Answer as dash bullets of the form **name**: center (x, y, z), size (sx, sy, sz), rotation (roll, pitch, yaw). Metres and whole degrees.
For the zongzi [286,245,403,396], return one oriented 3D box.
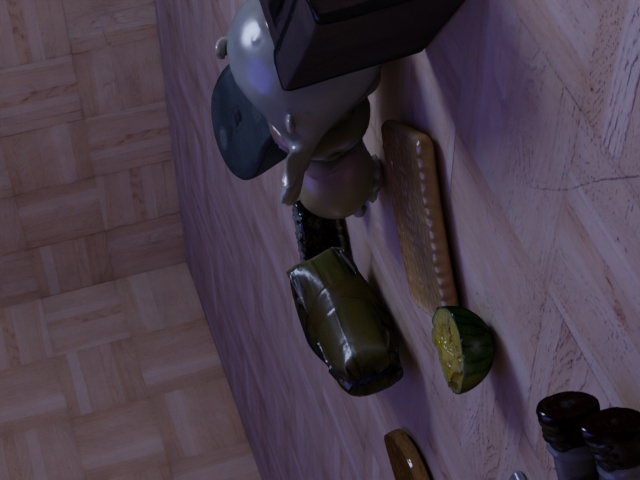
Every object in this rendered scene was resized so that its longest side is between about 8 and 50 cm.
- **zongzi**: center (0.057, 0.182, 2.127), size (0.289, 0.123, 0.260), rotation (74, 171, -47)

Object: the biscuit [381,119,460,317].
- **biscuit**: center (0.126, -0.023, 1.730), size (0.160, 0.030, 0.250), rotation (-139, 36, -71)

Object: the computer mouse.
- **computer mouse**: center (-0.084, -0.223, 2.278), size (0.371, 0.122, 0.188), rotation (139, 113, -70)

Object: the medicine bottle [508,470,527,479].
- **medicine bottle**: center (0.249, 0.371, 1.576), size (0.092, 0.061, 0.221), rotation (-63, 35, 35)

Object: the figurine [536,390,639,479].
- **figurine**: center (0.245, 0.327, 1.281), size (0.281, 0.167, 0.370), rotation (14, 112, 45)

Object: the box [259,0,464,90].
- **box**: center (0.039, -0.281, 1.472), size (0.252, 0.188, 0.153), rotation (125, 127, -78)

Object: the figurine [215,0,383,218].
- **figurine**: center (-0.009, -0.139, 1.795), size (0.394, 0.226, 0.274), rotation (75, -153, -55)

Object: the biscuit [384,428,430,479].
- **biscuit**: center (0.145, 0.375, 2.122), size (0.142, 0.029, 0.221), rotation (85, 166, -44)

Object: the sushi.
- **sushi**: center (0.000, 0.000, 2.244), size (0.090, 0.078, 0.150), rotation (-118, 16, -70)

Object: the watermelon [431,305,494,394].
- **watermelon**: center (0.170, 0.125, 1.619), size (0.105, 0.062, 0.105), rotation (174, 90, -77)
